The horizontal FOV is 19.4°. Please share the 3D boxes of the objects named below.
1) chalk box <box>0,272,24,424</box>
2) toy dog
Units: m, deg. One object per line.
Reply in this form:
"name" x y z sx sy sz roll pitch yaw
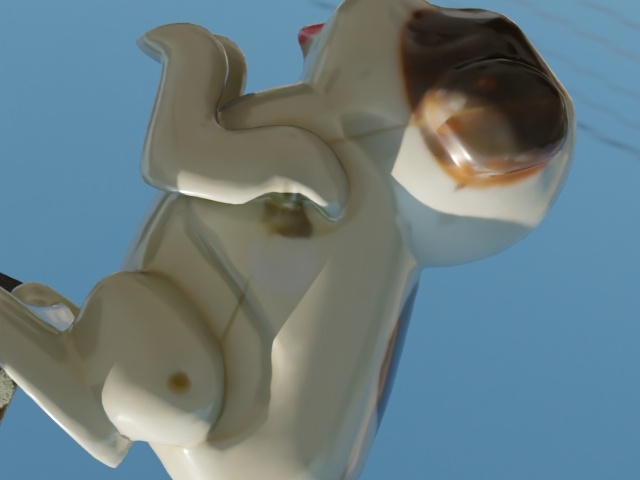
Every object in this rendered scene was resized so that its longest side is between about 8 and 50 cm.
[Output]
"chalk box" -0.392 0.092 1.501 0.289 0.179 0.180 26 -130 -9
"toy dog" 0.000 0.000 1.312 0.395 0.408 0.284 43 -179 13
